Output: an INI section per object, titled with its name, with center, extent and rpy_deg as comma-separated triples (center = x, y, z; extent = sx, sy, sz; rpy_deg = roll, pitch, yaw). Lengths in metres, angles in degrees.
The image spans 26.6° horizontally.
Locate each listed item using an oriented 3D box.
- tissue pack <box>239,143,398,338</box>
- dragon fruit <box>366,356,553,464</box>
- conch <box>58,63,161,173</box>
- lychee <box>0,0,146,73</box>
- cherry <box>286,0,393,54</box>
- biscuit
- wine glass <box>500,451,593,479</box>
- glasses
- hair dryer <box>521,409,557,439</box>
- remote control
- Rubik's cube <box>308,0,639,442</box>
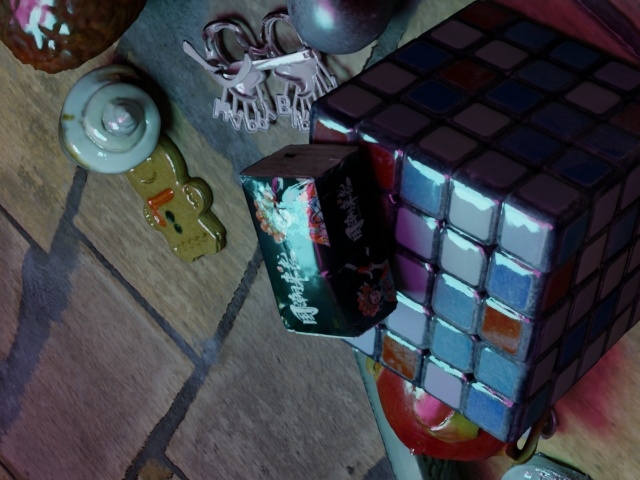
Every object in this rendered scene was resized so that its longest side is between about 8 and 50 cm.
[tissue pack]
center = 0.001, 0.001, 1.273
extent = 0.103, 0.090, 0.170
rpy_deg = 5, 122, 42
[dragon fruit]
center = 0.169, 0.140, 1.572
extent = 0.224, 0.224, 0.227
rpy_deg = 32, 117, 26
[conch]
center = -0.328, -0.161, 1.915
extent = 0.255, 0.127, 0.158
rpy_deg = -16, 83, 51
[lychee]
center = -0.323, -0.356, 1.719
extent = 0.255, 0.300, 0.255
rpy_deg = 17, 157, 7
[cherry]
center = 0.007, -0.298, 1.513
extent = 0.148, 0.115, 0.188
rpy_deg = -92, -23, -88
[biscuit]
center = -0.226, -0.071, 1.978
extent = 0.166, 0.036, 0.226
rpy_deg = -17, 104, 52
[wine glass]
center = 0.251, 0.387, 1.688
extent = 0.165, 0.196, 0.165
rpy_deg = 28, 137, 29
[glasses]
center = -0.077, -0.189, 1.685
extent = 0.255, 0.095, 0.162
rpy_deg = 5, 129, 47
[hair dryer]
center = 0.205, 0.162, 1.695
extent = 0.154, 0.044, 0.183
rpy_deg = -1, 114, 45
[remote control]
center = 0.122, 0.246, 1.763
extent = 0.050, 0.145, 0.344
rpy_deg = -10, 113, 21
[Rubik's cube]
center = 0.176, -0.027, 1.376
extent = 0.287, 0.293, 0.292
rpy_deg = 30, 138, 29
